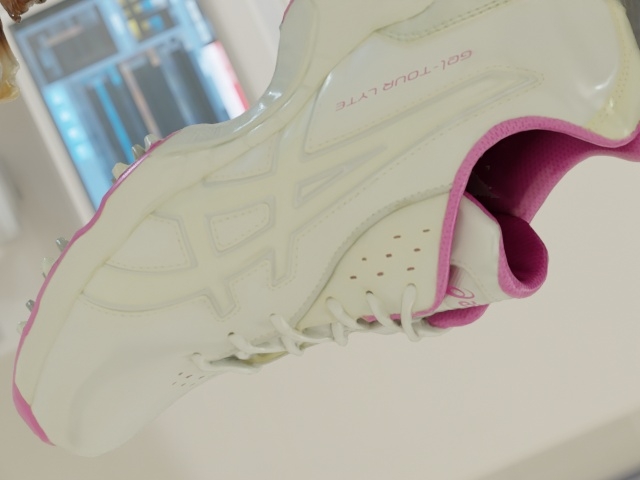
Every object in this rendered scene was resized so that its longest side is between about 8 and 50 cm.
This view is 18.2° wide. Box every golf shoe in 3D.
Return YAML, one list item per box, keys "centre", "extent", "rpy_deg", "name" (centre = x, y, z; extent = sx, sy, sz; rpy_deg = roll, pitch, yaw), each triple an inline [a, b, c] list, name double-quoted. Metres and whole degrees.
- centre: [0.000, 0.000, 0.777]
  extent: [0.140, 0.306, 0.115]
  rpy_deg: [52, 22, 19]
  name: "golf shoe"

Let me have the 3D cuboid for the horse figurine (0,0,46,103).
- centre: [-0.283, -0.147, 1.203]
  extent: [0.066, 0.263, 0.174]
  rpy_deg: [-8, 83, -75]
  name: "horse figurine"

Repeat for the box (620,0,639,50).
- centre: [0.266, -0.274, 1.052]
  extent: [0.395, 0.293, 0.212]
  rpy_deg: [61, 12, -67]
  name: "box"
